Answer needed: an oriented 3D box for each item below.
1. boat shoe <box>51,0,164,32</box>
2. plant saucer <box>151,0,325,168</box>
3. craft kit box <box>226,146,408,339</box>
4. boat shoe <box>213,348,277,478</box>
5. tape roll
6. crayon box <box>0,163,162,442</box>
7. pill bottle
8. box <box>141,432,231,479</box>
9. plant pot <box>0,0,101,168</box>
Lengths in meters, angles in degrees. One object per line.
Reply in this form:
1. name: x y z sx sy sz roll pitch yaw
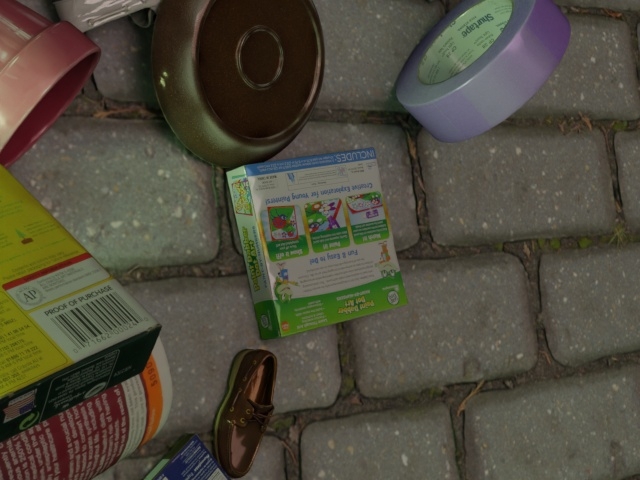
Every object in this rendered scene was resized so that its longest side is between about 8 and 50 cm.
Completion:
1. boat shoe: -0.238 -0.326 1.478 0.258 0.095 0.084 -22 104 -31
2. plant saucer: -0.095 -0.253 1.534 0.311 0.050 0.310 -9 103 -44
3. craft kit box: 0.000 0.000 1.616 0.250 0.061 0.246 -10 85 -39
4. boat shoe: -0.097 0.230 1.489 0.064 0.060 0.178 24 68 -33
5. tape roll: 0.249 -0.283 1.721 0.090 0.275 0.274 43 58 -24
6. crayon box: -0.339 0.039 1.102 0.318 0.081 0.202 43 40 21
7. pill bottle: -0.362 0.198 1.151 0.392 0.224 0.224 -30 100 -48
8. box: -0.147 0.379 1.437 0.136 0.036 0.225 -45 108 -34
9. plant pot: -0.385 -0.203 1.276 0.180 0.201 0.201 41 58 -7
